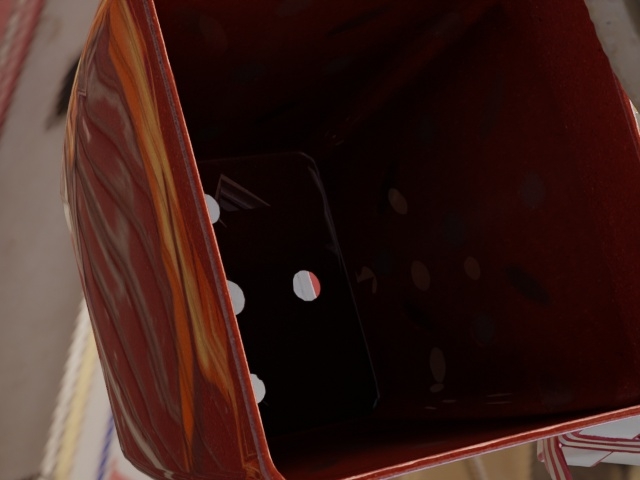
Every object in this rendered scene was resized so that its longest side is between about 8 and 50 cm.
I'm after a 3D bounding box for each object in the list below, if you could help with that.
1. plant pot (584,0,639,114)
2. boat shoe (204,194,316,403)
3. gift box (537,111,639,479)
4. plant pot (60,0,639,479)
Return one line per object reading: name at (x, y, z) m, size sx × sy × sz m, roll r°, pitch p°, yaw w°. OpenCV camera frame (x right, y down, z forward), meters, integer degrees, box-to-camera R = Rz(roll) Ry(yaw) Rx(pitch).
plant pot at (0.296, -0.105, 0.556) m, size 0.334 × 0.305 × 0.333 m, roll -7°, pitch -104°, yaw 28°
boat shoe at (-0.066, 0.048, 1.215) m, size 0.116 × 0.319 × 0.099 m, roll -14°, pitch -152°, yaw -19°
gift box at (0.282, 0.066, 1.191) m, size 0.255 × 0.258 × 0.276 m, roll 101°, pitch -4°, yaw -68°
plant pot at (0.000, 0.000, 0.842) m, size 0.236 × 0.267 × 0.267 m, roll -29°, pitch -108°, yaw 55°
